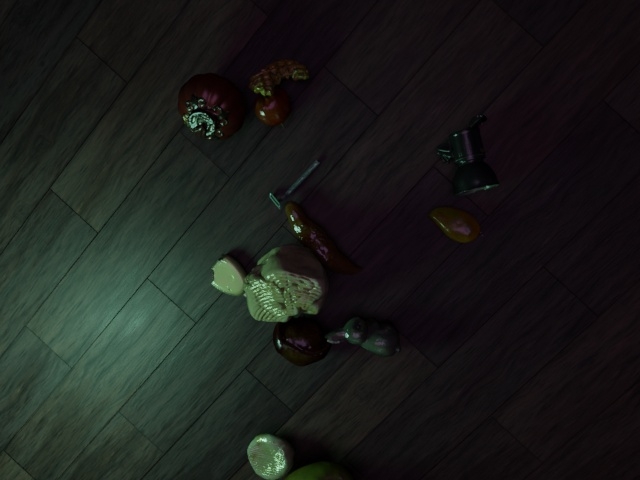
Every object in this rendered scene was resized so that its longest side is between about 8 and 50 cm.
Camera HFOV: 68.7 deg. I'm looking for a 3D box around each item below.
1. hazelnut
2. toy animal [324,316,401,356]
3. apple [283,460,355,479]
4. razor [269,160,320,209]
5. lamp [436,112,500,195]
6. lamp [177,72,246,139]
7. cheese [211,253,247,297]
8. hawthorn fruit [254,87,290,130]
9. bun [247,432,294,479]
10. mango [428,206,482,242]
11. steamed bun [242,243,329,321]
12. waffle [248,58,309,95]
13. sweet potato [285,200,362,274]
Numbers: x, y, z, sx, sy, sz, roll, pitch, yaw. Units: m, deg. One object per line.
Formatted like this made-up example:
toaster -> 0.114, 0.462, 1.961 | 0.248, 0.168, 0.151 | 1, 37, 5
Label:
hazelnut -> -0.069, 0.345, 1.618 | 0.201, 0.170, 0.161 | 32, 99, -22
toy animal -> 0.144, 0.320, 1.588 | 0.251, 0.127, 0.126 | 12, 69, -17
apple -> -0.003, 0.942, 1.603 | 0.338, 0.338, 0.305 | 40, 114, 1
razor -> -0.081, -0.198, 1.620 | 0.211, 0.036, 0.084 | -41, 48, 2
lamp -> 0.468, -0.268, 1.504 | 0.172, 0.147, 0.228 | -15, 87, 32
lamp -> -0.357, -0.432, 1.537 | 0.226, 0.227, 0.227 | 1, 97, 7
cheese -> -0.287, 0.168, 1.687 | 0.255, 0.050, 0.127 | 41, 100, 1
hawthorn fruit -> -0.155, -0.438, 1.558 | 0.125, 0.125, 0.140 | -24, 93, 10
bun -> -0.177, 0.782, 1.726 | 0.183, 0.102, 0.184 | 3, 101, 18
mango -> 0.451, -0.056, 1.561 | 0.187, 0.066, 0.101 | 31, 99, 11
steamed bun -> -0.109, 0.138, 1.579 | 0.275, 0.203, 0.289 | 18, 133, -1
waffle -> -0.140, -0.537, 1.530 | 0.149, 0.051, 0.194 | 31, 58, 34
sweet potato -> -0.006, 0.011, 1.607 | 0.354, 0.095, 0.106 | 45, 57, -3
